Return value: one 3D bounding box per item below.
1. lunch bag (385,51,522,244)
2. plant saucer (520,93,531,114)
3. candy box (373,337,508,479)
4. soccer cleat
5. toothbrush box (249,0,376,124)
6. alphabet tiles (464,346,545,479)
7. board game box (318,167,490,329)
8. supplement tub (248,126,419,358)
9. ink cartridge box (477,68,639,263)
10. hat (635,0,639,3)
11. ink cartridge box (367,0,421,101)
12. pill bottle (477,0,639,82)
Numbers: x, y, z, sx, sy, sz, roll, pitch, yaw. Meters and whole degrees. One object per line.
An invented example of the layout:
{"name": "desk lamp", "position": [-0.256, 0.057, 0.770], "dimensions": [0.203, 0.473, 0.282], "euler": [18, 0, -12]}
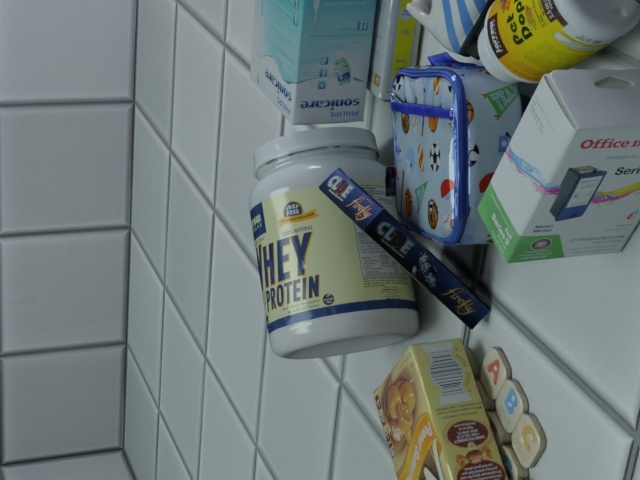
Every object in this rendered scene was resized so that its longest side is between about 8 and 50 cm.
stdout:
{"name": "lunch bag", "position": [0.170, -0.125, 1.637], "dimensions": [0.303, 0.115, 0.243], "euler": [-147, 53, -73]}
{"name": "plant saucer", "position": [0.262, -0.127, 1.569], "dimensions": [0.119, 0.021, 0.119], "euler": [176, 90, -69]}
{"name": "candy box", "position": [0.176, 0.318, 1.724], "dimensions": [0.183, 0.087, 0.316], "euler": [117, 143, -57]}
{"name": "soccer cleat", "position": [0.193, -0.363, 1.510], "dimensions": [0.143, 0.116, 0.331], "euler": [37, 142, 11]}
{"name": "toothbrush box", "position": [-0.013, -0.352, 1.907], "dimensions": [0.216, 0.126, 0.295], "euler": [-130, 41, -56]}
{"name": "alphabet tiles", "position": [0.230, 0.297, 1.733], "dimensions": [0.278, 0.021, 0.284], "euler": [108, 150, -44]}
{"name": "board game box", "position": [0.116, 0.010, 1.714], "dimensions": [0.042, 0.243, 0.165], "euler": [-47, 32, 2]}
{"name": "supplement tub", "position": [0.015, 0.007, 1.929], "dimensions": [0.235, 0.235, 0.325], "euler": [143, 120, -65]}
{"name": "ink cartridge box", "position": [0.284, -0.079, 1.339], "dimensions": [0.212, 0.154, 0.093], "euler": [109, 149, -45]}
{"name": "hat", "position": [0.354, -0.299, 1.146], "dimensions": [0.331, 0.134, 0.331], "euler": [174, 90, -68]}
{"name": "ink cartridge box", "position": [0.077, -0.413, 1.929], "dimensions": [0.303, 0.072, 0.307], "euler": [-126, 39, -56]}
{"name": "pill bottle", "position": [0.264, -0.252, 1.406], "dimensions": [0.215, 0.117, 0.117], "euler": [149, 115, -67]}
